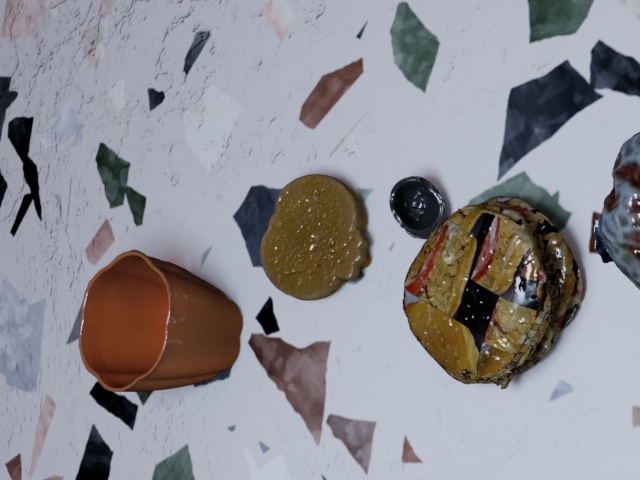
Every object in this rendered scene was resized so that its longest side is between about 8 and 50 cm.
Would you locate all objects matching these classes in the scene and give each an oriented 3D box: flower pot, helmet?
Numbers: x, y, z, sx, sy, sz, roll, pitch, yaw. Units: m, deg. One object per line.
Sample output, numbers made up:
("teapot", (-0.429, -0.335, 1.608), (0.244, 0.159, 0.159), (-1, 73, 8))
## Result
("flower pot", (-0.211, 0.121, 2.046), (0.190, 0.173, 0.191), (-10, 74, 38))
("helmet", (0.122, -0.039, 1.874), (0.065, 0.049, 0.084), (-30, 88, -2))

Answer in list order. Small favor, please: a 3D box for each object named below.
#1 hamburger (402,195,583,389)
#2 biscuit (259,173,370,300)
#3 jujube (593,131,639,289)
("hamburger", (0.193, 0.056, 1.759), (0.231, 0.107, 0.231), (-2, 87, 40))
("biscuit", (0.002, 0.001, 1.973), (0.170, 0.050, 0.170), (-7, 77, 31))
("jujube", (0.437, -0.025, 1.488), (0.317, 0.226, 0.226), (1, 81, 40))
